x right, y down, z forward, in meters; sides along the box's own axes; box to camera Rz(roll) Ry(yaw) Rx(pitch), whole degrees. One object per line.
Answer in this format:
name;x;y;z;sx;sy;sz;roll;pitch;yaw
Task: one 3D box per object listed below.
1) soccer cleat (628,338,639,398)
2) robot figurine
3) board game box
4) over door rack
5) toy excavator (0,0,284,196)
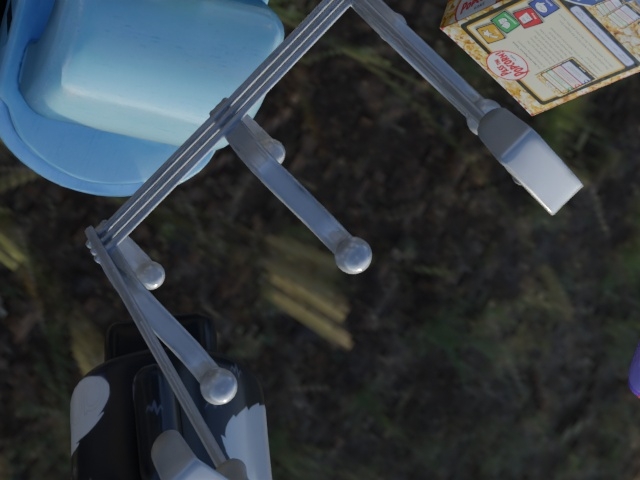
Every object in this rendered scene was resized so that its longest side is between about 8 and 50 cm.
soccer cleat;0.322;0.025;1.495;0.248;0.095;0.083;-49;177;-15
robot figurine;-0.123;0.200;1.506;0.174;0.278;0.209;-30;141;32
board game box;0.235;-0.207;1.707;0.147;0.193;0.045;40;51;-28
over door rack;0.000;0.000;0.954;0.239;0.324;0.108;-46;116;7
toy excavator;-0.089;-0.198;1.216;0.222;0.445;0.433;11;110;-23
